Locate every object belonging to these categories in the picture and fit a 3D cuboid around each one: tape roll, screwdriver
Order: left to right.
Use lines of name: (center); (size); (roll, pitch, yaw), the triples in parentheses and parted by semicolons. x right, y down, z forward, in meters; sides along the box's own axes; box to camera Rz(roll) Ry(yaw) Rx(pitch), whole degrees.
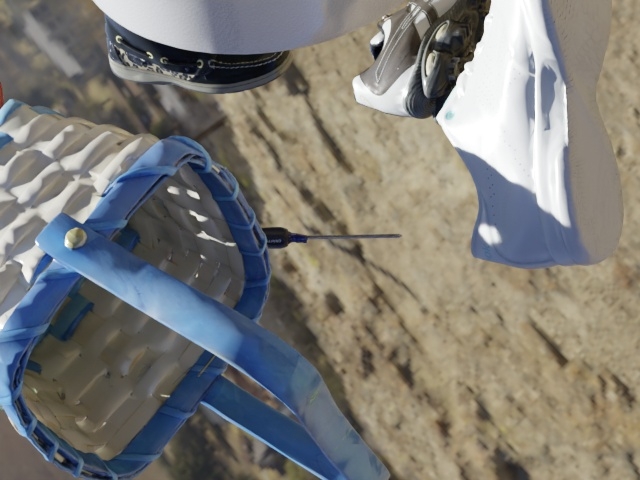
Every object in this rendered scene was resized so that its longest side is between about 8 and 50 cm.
tape roll: (-0.060, -0.340, 1.142); (0.392, 0.392, 0.072); (37, 153, 30)
screwdriver: (0.000, 0.000, 1.192); (0.170, 0.025, 0.024); (4, 169, 3)

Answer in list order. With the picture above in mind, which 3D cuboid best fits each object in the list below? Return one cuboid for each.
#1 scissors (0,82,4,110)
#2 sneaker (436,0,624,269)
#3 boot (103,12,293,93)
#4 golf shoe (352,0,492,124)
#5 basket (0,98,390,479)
scissors: (-0.267, -0.116, 0.916); (0.109, 0.021, 0.297); (107, 152, -46)
sneaker: (0.104, -0.090, 0.618); (0.094, 0.080, 0.212); (-6, 82, 42)
boot: (-0.159, -0.266, 1.328); (0.236, 0.085, 0.179); (6, 138, 17)
golf shoe: (0.085, -0.165, 0.858); (0.094, 0.198, 0.077); (2, 131, 28)
basket: (-0.098, 0.058, 0.708); (0.289, 0.201, 0.255); (23, 160, 25)
